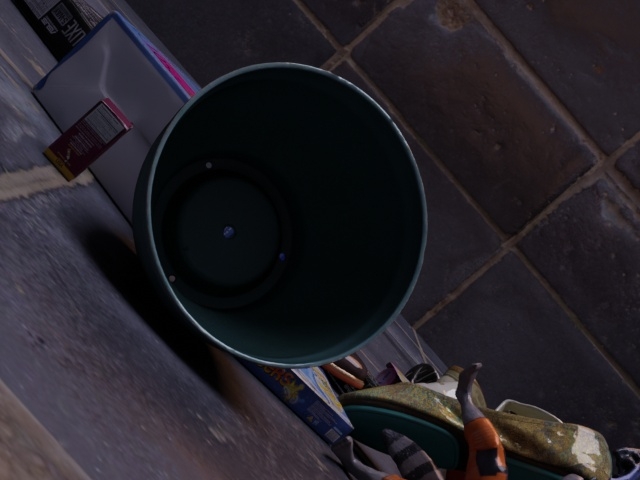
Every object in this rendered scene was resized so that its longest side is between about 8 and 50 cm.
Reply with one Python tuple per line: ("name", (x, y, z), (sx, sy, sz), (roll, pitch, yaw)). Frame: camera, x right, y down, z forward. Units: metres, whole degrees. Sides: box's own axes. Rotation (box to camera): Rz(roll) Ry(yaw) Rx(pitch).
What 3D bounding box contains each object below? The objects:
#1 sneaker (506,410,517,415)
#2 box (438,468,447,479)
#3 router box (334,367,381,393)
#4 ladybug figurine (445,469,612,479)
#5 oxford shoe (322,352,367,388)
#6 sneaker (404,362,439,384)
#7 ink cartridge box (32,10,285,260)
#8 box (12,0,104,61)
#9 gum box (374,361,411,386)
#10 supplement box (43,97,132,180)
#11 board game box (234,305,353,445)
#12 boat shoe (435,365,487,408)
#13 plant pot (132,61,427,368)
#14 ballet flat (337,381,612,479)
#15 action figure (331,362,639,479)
("sneaker", (0.288, 0.248, 1.717), (0.032, 0.037, 0.083), (29, 8, -21))
("box", (0.320, 0.434, 1.984), (0.311, 0.121, 0.148), (49, 4, -4))
("router box", (0.040, 0.191, 1.851), (0.122, 0.038, 0.092), (52, 5, 28))
("ladybug figurine", (0.314, 0.390, 1.730), (0.449, 0.162, 0.305), (26, 15, -47))
("oxford shoe", (-0.011, 0.094, 1.781), (0.271, 0.098, 0.097), (50, 4, 13))
("sneaker", (0.214, 0.318, 2.284), (0.094, 0.081, 0.208), (46, 16, -44))
("ink cartridge box", (-0.160, -0.089, 1.591), (0.270, 0.151, 0.395), (51, 3, 22))
("box", (-0.316, -0.253, 1.911), (0.307, 0.076, 0.242), (51, 4, 23))
("gum box", (0.139, 0.275, 1.948), (0.107, 0.062, 0.188), (48, 4, -18))
("supplement box", (-0.243, -0.107, 1.297), (0.043, 0.083, 0.055), (49, 3, -7))
("board game box", (-0.051, 0.136, 1.424), (0.201, 0.035, 0.136), (47, 5, -30))
("boat shoe", (0.247, 0.350, 2.124), (0.105, 0.089, 0.285), (14, -48, 56))
("plant pot", (-0.067, -0.017, 1.259), (0.293, 0.293, 0.196), (48, -23, -15))
("ballet flat", (0.192, 0.236, 1.539), (0.349, 0.123, 0.123), (17, -4, 14))
("action figure", (0.214, 0.310, 1.390), (0.330, 0.341, 0.178), (57, -35, 15))
